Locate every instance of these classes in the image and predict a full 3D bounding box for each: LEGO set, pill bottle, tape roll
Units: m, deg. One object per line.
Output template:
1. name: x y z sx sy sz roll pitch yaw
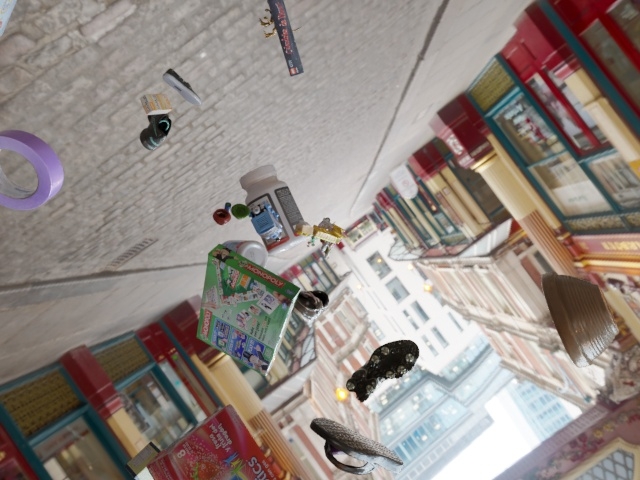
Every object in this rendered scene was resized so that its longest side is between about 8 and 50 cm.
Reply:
1. LEGO set: 0.000 0.000 1.457 0.107 0.132 0.287 -59 167 16
2. pill bottle: -0.210 0.042 1.097 0.087 0.087 0.160 -35 -158 -34
3. pill bottle: -0.207 -0.137 1.911 0.210 0.363 0.210 -25 179 -1
4. tape roll: -1.089 -0.252 1.552 0.274 0.275 0.090 -36 -157 18

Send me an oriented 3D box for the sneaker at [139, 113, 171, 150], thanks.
1. sneaker: -0.635 -0.471 1.722 0.106 0.268 0.101 -21 142 23

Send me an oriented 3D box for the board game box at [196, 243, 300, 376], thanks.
1. board game box: -0.183 0.178 1.026 0.046 0.213 0.318 -52 167 -48

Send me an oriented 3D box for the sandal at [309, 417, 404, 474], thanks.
1. sandal: 0.119 0.703 1.407 0.107 0.445 0.167 -56 -146 -8

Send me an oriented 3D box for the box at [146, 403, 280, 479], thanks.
1. box: -0.141 0.414 0.680 0.122 0.257 0.128 -28 170 -48

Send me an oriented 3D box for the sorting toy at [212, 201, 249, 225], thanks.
1. sorting toy: -0.246 -0.068 1.172 0.101 0.061 0.042 -13 148 -27

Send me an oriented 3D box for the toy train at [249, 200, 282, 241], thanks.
1. toy train: -0.173 -0.055 1.395 0.080 0.105 0.184 -26 163 2

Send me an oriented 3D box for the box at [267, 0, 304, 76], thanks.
1. box: -0.104 -0.612 1.263 0.044 0.233 0.159 -17 -152 3

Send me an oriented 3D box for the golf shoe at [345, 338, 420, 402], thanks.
1. golf shoe: 0.188 0.366 1.286 0.273 0.105 0.120 -44 170 27

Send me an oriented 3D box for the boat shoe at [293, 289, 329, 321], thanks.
1. boat shoe: -0.035 0.200 1.428 0.096 0.112 0.335 -50 169 -2

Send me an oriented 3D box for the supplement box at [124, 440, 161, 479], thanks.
1. supplement box: -0.453 0.600 1.140 0.056 0.083 0.083 17 -136 38

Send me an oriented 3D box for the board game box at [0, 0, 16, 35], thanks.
1. board game box: -0.655 -0.481 0.794 0.302 0.086 0.308 -41 -147 26

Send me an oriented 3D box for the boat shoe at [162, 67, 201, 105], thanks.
1. boat shoe: -0.439 -0.494 1.389 0.049 0.142 0.040 -2 -122 47

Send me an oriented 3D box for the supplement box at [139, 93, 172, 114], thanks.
1. supplement box: -0.584 -0.486 1.534 0.036 0.062 0.098 -17 -169 31

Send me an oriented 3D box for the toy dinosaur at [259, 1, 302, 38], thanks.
1. toy dinosaur: -0.141 -0.737 1.474 0.112 0.064 0.211 -15 175 16

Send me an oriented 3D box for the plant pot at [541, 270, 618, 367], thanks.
1. plant pot: 0.636 0.177 1.041 0.109 0.238 0.237 -25 -176 31
